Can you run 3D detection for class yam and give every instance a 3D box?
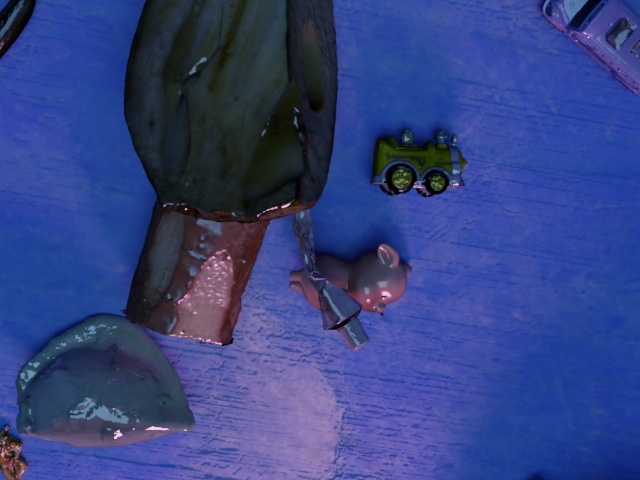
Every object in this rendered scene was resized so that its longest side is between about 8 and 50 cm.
[{"bbox_3d":[-0.131,0.000,1.229,0.128,0.129,0.238,27,108,24],"label":"yam"}]

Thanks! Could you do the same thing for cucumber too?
[{"bbox_3d":[-0.361,-0.206,1.182,0.033,0.036,0.184,38,104,-8],"label":"cucumber"}]

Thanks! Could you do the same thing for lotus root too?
[{"bbox_3d":[-0.080,-0.163,1.123,0.210,0.142,0.314,8,77,14],"label":"lotus root"}]

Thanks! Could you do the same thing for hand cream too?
[{"bbox_3d":[-0.004,0.001,1.215,0.050,0.084,0.257,-19,91,-7],"label":"hand cream"}]

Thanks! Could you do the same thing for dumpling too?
[{"bbox_3d":[-0.253,0.177,1.289,0.216,0.105,0.149,7,109,-6],"label":"dumpling"}]

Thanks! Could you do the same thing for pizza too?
[{"bbox_3d":[-0.387,0.270,1.358,0.037,0.016,0.083,-7,108,-8],"label":"pizza"}]

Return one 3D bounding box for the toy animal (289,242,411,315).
[{"bbox_3d":[0.037,0.046,1.278,0.150,0.083,0.089,-7,98,-1],"label":"toy animal"}]

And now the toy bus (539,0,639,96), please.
[{"bbox_3d":[0.327,-0.231,1.204,0.167,0.076,0.073,36,103,-16],"label":"toy bus"}]

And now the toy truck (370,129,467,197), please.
[{"bbox_3d":[0.114,-0.089,1.246,0.111,0.076,0.077,2,90,-6],"label":"toy truck"}]
